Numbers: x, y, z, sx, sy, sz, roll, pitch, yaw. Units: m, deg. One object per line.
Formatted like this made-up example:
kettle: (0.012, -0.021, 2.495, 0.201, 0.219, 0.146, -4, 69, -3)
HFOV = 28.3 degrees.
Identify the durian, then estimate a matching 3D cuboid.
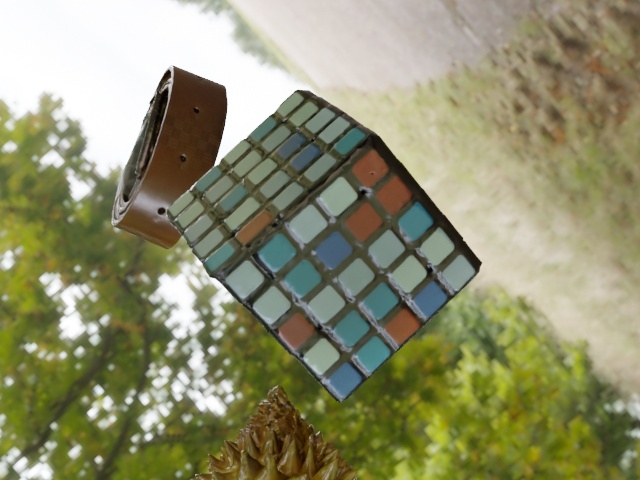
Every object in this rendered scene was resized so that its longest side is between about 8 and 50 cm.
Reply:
durian: (-0.003, 0.238, 0.807, 0.250, 0.183, 0.138, 49, -144, -8)

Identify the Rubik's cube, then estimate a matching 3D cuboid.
Rubik's cube: (0.000, 0.000, 1.147, 0.182, 0.187, 0.184, 48, 179, -28)

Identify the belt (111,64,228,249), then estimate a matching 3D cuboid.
belt: (-0.211, -0.116, 1.784, 0.105, 0.184, 0.261, 21, -125, -19)
